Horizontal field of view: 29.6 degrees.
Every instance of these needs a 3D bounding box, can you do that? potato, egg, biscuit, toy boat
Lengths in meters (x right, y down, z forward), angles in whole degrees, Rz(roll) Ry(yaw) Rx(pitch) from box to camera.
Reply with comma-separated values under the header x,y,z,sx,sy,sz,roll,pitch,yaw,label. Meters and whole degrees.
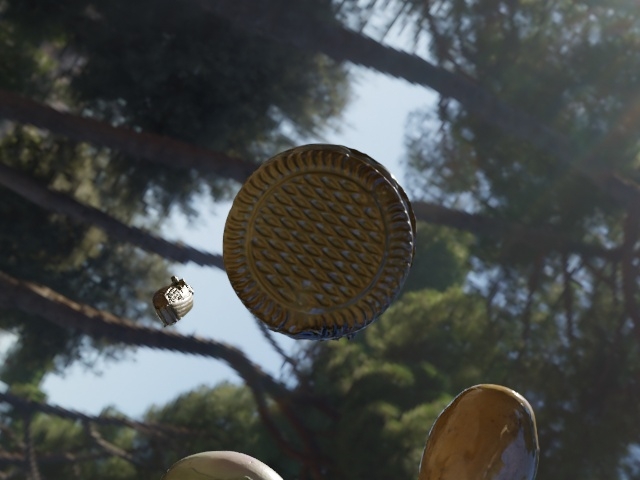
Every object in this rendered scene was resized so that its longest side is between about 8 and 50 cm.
x,y,z,sx,sy,sz,roll,pitch,yaw,label
0.154,0.211,1.170,0.147,0.112,0.112,-65,-164,-8,potato
-0.152,0.422,1.909,0.183,0.217,0.183,-56,-171,13,egg
0.000,0.000,1.519,0.259,0.259,0.079,-61,180,-9,biscuit
-0.206,0.081,1.695,0.047,0.049,0.149,-22,-171,7,toy boat
